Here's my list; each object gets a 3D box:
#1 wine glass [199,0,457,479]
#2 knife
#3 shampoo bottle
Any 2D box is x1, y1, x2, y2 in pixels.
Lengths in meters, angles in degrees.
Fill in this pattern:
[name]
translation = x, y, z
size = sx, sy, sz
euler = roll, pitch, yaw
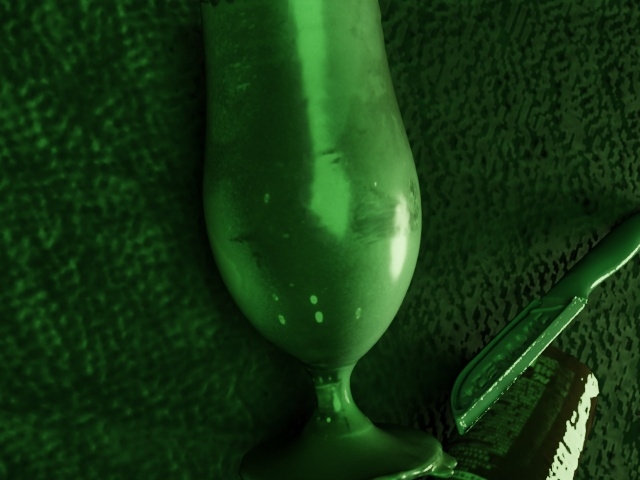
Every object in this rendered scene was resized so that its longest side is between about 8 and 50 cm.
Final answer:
[wine glass]
translation = 0.000, 0.000, 0.458
size = 0.103, 0.103, 0.222
euler = -10, 98, -21
[knife]
translation = 0.127, 0.032, 0.527
size = 0.210, 0.028, 0.015
euler = -36, 123, -32
[shampoo bottle]
translation = 0.067, 0.147, 0.466
size = 0.067, 0.068, 0.236
euler = 30, 53, 7
